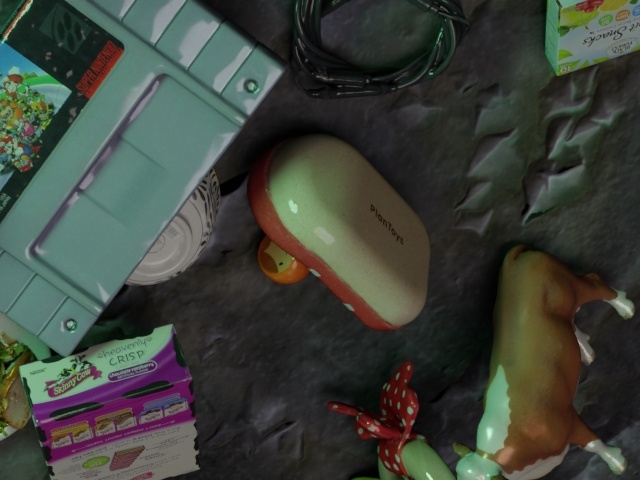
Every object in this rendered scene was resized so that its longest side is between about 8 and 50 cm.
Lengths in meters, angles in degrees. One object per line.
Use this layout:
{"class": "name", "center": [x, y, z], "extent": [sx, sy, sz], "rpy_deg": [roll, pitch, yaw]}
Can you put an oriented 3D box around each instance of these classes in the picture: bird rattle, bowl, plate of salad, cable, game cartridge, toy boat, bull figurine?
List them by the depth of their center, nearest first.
{"class": "game cartridge", "center": [-0.225, -0.090, 1.559], "extent": [0.230, 0.068, 0.355], "rpy_deg": [35, 105, -12]}
{"class": "cable", "center": [0.059, -0.213, 1.651], "extent": [0.184, 0.047, 0.150], "rpy_deg": [-6, 117, -14]}
{"class": "bowl", "center": [-0.171, -0.014, 1.662], "extent": [0.170, 0.080, 0.170], "rpy_deg": [-10, 124, -15]}
{"class": "plate of salad", "center": [-0.369, 0.142, 1.706], "extent": [0.200, 0.048, 0.200], "rpy_deg": [-9, 124, -14]}
{"class": "toy boat", "center": [0.000, 0.000, 1.716], "extent": [0.151, 0.151, 0.231], "rpy_deg": [-21, 131, 30]}
{"class": "bull figurine", "center": [0.242, 0.161, 1.829], "extent": [0.188, 0.101, 0.310], "rpy_deg": [21, 71, -33]}
{"class": "bird rattle", "center": [0.113, 0.270, 1.879], "extent": [0.143, 0.207, 0.253], "rpy_deg": [-21, 137, -29]}

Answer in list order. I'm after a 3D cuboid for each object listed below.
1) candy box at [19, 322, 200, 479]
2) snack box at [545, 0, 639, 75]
{"class": "candy box", "center": [-0.210, 0.183, 1.718], "extent": [0.159, 0.071, 0.233], "rpy_deg": [-15, 151, -11]}
{"class": "snack box", "center": [0.299, -0.231, 1.710], "extent": [0.141, 0.037, 0.100], "rpy_deg": [-18, 144, -8]}
